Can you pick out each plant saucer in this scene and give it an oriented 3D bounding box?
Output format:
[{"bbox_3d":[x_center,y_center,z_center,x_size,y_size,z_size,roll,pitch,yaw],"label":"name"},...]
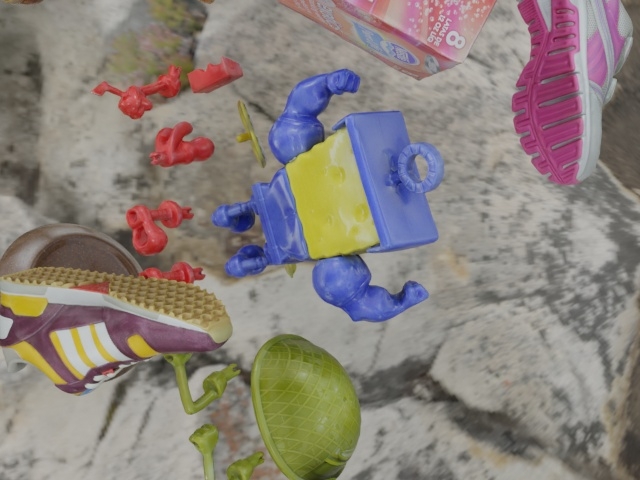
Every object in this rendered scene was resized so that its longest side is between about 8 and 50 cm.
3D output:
[{"bbox_3d":[-0.271,0.064,1.433,0.036,0.199,0.198,-37,77,49],"label":"plant saucer"}]

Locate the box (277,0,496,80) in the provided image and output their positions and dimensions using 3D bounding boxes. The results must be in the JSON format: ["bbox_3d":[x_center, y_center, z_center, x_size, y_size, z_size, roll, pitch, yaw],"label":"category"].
[{"bbox_3d":[0.100,-0.287,0.952,0.142,0.154,0.300,28,88,-8],"label":"box"}]

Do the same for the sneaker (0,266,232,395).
[{"bbox_3d":[-0.143,0.070,0.880,0.185,0.069,0.083,9,103,27],"label":"sneaker"}]

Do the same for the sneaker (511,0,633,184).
[{"bbox_3d":[0.267,-0.182,1.279,0.103,0.111,0.252,4,95,58],"label":"sneaker"}]

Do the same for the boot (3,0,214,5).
[{"bbox_3d":[-0.202,-0.295,1.275,0.109,0.220,0.283,-34,37,33],"label":"boot"}]

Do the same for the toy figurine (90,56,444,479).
[{"bbox_3d":[0.000,0.000,0.957,0.217,0.191,0.362,-21,80,33],"label":"toy figurine"}]
